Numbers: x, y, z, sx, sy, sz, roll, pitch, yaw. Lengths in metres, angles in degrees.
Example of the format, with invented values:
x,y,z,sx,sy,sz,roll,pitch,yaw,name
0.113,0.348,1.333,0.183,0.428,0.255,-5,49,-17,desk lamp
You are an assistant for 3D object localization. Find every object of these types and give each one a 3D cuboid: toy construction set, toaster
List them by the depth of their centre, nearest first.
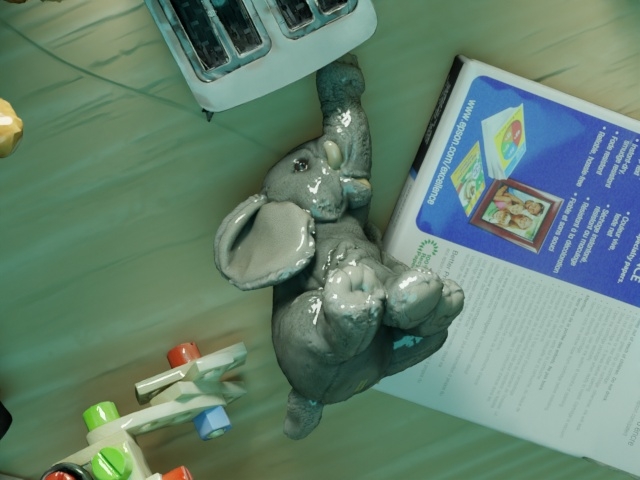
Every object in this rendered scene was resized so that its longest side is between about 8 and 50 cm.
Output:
x,y,z,sx,sy,sz,roll,pitch,yaw,name
-0.056,-0.202,1.220,0.168,0.110,0.185,-25,107,3,toaster
-0.099,0.226,1.239,0.215,0.327,0.151,-27,147,2,toy construction set

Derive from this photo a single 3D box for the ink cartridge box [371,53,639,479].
x,y,z,sx,sy,sz,roll,pitch,yaw,name
0.207,0.028,1.337,0.307,0.072,0.303,19,102,-12,ink cartridge box

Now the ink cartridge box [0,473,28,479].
x,y,z,sx,sy,sz,roll,pitch,yaw,name
-0.269,0.333,1.351,0.289,0.121,0.211,16,104,-10,ink cartridge box

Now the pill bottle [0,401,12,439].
x,y,z,sx,sy,sz,roll,pitch,yaw,name
-0.362,0.097,1.273,0.123,0.123,0.219,-35,106,5,pill bottle

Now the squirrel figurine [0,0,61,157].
x,y,z,sx,sy,sz,roll,pitch,yaw,name
-0.304,-0.181,1.055,0.281,0.370,0.397,39,92,-25,squirrel figurine

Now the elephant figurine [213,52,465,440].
x,y,z,sx,sy,sz,roll,pitch,yaw,name
0.000,0.000,1.253,0.186,0.169,0.239,-26,63,-16,elephant figurine
